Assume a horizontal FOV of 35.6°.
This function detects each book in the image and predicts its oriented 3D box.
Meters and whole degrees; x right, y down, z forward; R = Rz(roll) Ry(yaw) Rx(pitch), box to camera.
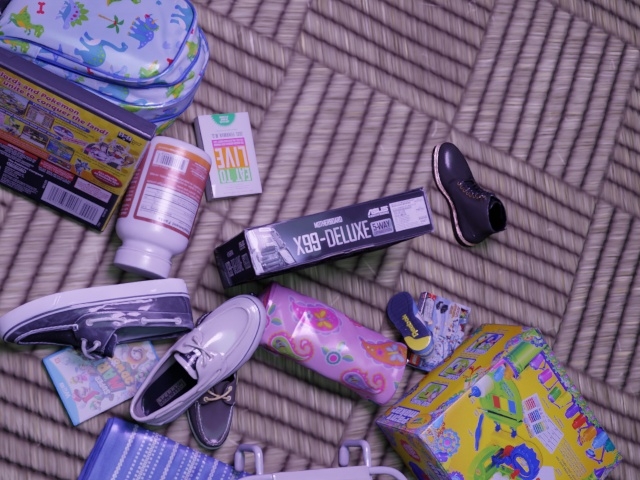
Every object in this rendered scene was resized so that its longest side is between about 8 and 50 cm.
[{"bbox_3d":[-0.159,-0.145,1.714,0.096,0.035,0.144,-9,85,-28],"label":"book"}]

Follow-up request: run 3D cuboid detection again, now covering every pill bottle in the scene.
[{"bbox_3d":[-0.262,-0.051,1.621,0.121,0.121,0.216,19,78,-14],"label":"pill bottle"}]

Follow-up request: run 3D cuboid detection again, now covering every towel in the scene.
[{"bbox_3d":[-0.241,0.456,1.607,0.336,0.040,0.243,27,74,-14],"label":"towel"}]

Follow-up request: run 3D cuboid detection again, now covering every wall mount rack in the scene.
[{"bbox_3d":[-0.021,0.480,1.609,0.350,0.130,0.304,4,77,-28],"label":"wall mount rack"}]

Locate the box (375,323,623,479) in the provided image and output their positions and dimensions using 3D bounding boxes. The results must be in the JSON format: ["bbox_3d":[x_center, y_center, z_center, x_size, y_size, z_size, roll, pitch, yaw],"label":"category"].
[{"bbox_3d":[0.304,0.341,1.700,0.279,0.177,0.290,-38,102,-19],"label":"box"}]

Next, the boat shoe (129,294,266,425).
[{"bbox_3d":[-0.196,0.188,1.566,0.267,0.088,0.096,-41,77,7],"label":"boat shoe"}]

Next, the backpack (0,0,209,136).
[{"bbox_3d":[-0.354,-0.308,1.559,0.355,0.273,0.290,35,52,-17],"label":"backpack"}]

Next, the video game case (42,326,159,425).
[{"bbox_3d":[-0.347,0.208,1.613,0.166,0.015,0.119,-26,91,-19],"label":"video game case"}]

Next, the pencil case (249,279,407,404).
[{"bbox_3d":[0.006,0.173,1.679,0.284,0.124,0.124,26,75,-12],"label":"pencil case"}]

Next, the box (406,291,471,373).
[{"bbox_3d":[0.208,0.171,1.788,0.094,0.027,0.137,21,77,-15],"label":"box"}]

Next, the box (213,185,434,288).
[{"bbox_3d":[0.000,0.000,1.634,0.307,0.242,0.077,-14,87,-18],"label":"box"}]

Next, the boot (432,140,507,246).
[{"bbox_3d":[0.276,-0.095,1.789,0.076,0.137,0.198,-20,88,-19],"label":"boot"}]

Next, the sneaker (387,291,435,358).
[{"bbox_3d":[0.160,0.150,1.741,0.053,0.144,0.059,-31,134,9],"label":"sneaker"}]

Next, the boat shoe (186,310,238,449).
[{"bbox_3d":[-0.177,0.229,1.636,0.081,0.068,0.228,1,82,-17],"label":"boat shoe"}]

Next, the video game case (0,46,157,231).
[{"bbox_3d":[-0.418,-0.151,1.529,0.274,0.248,0.035,27,46,-12],"label":"video game case"}]

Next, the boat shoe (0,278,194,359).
[{"bbox_3d":[-0.348,0.137,1.566,0.301,0.108,0.102,-8,68,-21],"label":"boat shoe"}]
